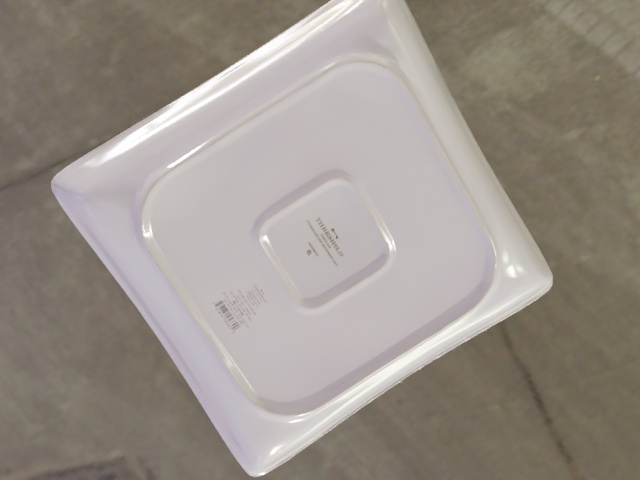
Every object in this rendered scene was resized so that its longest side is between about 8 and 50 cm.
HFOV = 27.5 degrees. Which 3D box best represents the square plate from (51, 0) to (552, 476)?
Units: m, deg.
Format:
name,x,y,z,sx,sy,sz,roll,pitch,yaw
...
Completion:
name,x,y,z,sx,sy,sz,roll,pitch,yaw
square plate,0.000,0.000,1.153,0.347,0.344,0.049,58,177,-20
